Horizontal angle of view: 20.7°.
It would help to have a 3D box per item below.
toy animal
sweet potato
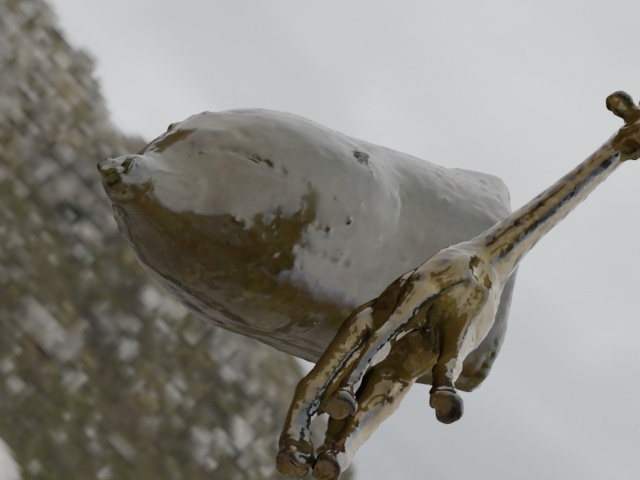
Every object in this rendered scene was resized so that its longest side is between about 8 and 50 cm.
[{"bbox_3d":[0.078,0.024,0.902,0.054,0.275,0.149,50,-27,-7],"label":"toy animal"},{"bbox_3d":[0.000,0.000,1.073,0.370,0.158,0.158,18,12,-36],"label":"sweet potato"}]
